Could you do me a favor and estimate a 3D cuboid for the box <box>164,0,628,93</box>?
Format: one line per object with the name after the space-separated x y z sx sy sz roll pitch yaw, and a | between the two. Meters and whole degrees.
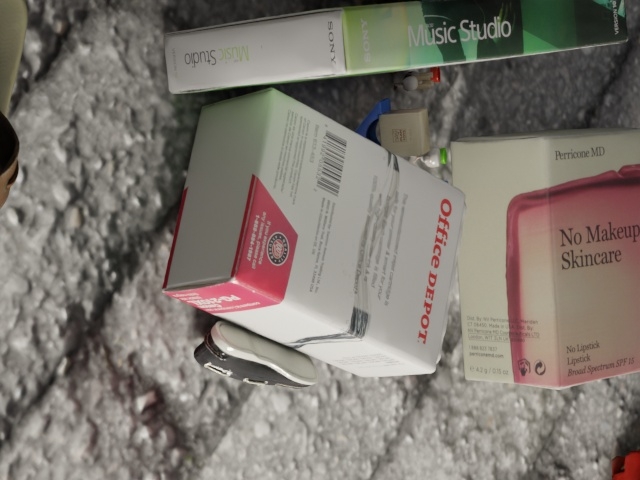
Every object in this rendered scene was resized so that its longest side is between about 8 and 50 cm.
0.064 -0.169 1.632 0.322 0.232 0.059 -12 98 -40 | box

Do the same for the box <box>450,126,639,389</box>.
0.222 0.013 1.837 0.148 0.126 0.232 -8 96 -40 | box

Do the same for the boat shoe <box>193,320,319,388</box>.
-0.054 0.104 1.663 0.125 0.038 0.046 20 36 -44 | boat shoe

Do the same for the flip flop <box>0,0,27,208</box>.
-0.264 -0.074 1.454 0.112 0.080 0.277 19 79 -39 | flip flop

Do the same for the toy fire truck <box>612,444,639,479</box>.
0.376 0.242 1.930 0.158 0.217 0.246 16 66 -39 | toy fire truck

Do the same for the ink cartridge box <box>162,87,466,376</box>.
0.000 0.000 1.654 0.237 0.100 0.172 26 66 -37 | ink cartridge box

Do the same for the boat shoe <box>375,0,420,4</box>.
0.099 -0.248 1.777 0.152 0.049 0.056 -10 136 -39 | boat shoe

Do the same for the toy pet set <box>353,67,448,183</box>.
0.071 -0.091 1.768 0.114 0.065 0.122 -35 121 -73 | toy pet set
